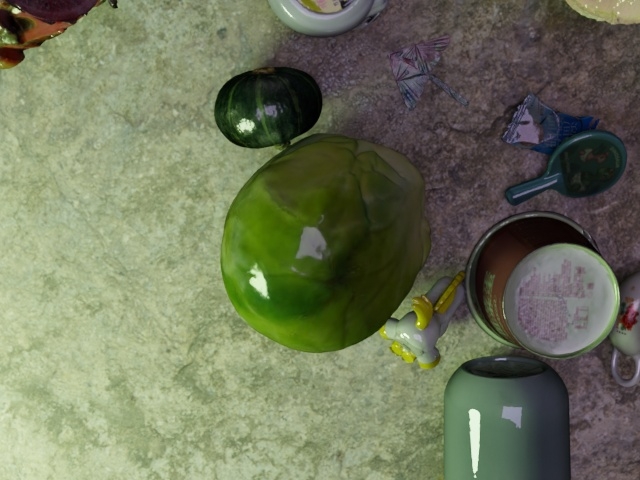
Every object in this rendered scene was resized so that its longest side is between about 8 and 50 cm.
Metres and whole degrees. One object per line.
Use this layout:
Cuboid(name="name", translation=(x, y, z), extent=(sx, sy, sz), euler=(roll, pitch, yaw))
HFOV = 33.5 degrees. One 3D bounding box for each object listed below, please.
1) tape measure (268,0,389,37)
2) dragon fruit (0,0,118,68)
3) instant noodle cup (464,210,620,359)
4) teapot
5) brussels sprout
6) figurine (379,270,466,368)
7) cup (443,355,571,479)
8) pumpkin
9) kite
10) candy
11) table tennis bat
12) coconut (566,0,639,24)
Cuboid(name="tape measure", translation=(-0.001, -0.403, 1.607), extent=(0.178, 0.105, 0.196), euler=(-20, 101, -6))
Cuboid(name="dragon fruit", translation=(-0.500, -0.390, 1.525), extent=(0.263, 0.296, 0.314), euler=(-24, 105, 37))
Cuboid(name="instant noodle cup", translation=(0.353, 0.077, 1.657), extent=(0.235, 0.178, 0.234), euler=(0, 98, -2))
Cuboid(name="teapot", translation=(0.513, 0.124, 1.704), extent=(0.145, 0.092, 0.226), euler=(7, 103, -40))
Cuboid(name="brussels sprout", translation=(0.000, 0.000, 1.596), extent=(0.344, 0.268, 0.344), euler=(-18, 116, -41))
Cuboid(name="figurine", translation=(0.177, 0.117, 1.677), extent=(0.109, 0.178, 0.129), euler=(35, 128, 17))
Cuboid(name="cup", translation=(0.298, 0.351, 1.687), extent=(0.206, 0.205, 0.312), euler=(-2, 99, -2))
Cuboid(name="pumpkin", translation=(-0.079, -0.199, 1.600), extent=(0.167, 0.167, 0.125), euler=(5, 108, -3))
Cuboid(name="kite", translation=(0.175, -0.263, 1.682), extent=(0.153, 0.005, 0.137), euler=(25, 98, -7))
Cuboid(name="candy", translation=(0.366, -0.176, 1.688), extent=(0.136, 0.038, 0.088), euler=(20, 108, -7))
Cuboid(name="table tennis bat", translation=(0.390, -0.106, 1.690), extent=(0.201, 0.033, 0.124), euler=(-23, 126, 8))
Cuboid(name="coconut", translation=(0.455, -0.453, 1.550), extent=(0.233, 0.245, 0.233), euler=(14, 130, 18))
